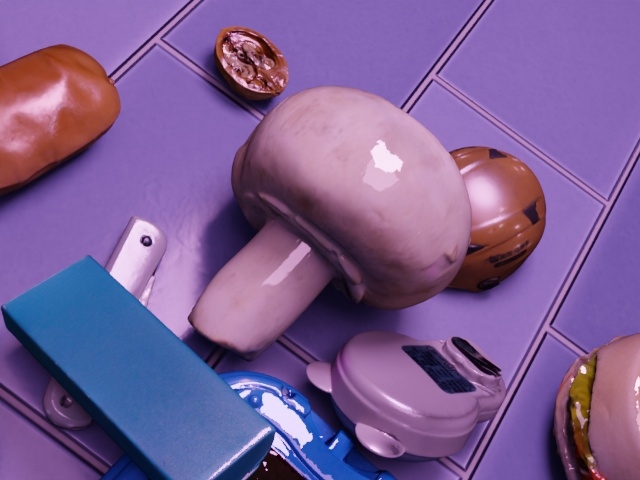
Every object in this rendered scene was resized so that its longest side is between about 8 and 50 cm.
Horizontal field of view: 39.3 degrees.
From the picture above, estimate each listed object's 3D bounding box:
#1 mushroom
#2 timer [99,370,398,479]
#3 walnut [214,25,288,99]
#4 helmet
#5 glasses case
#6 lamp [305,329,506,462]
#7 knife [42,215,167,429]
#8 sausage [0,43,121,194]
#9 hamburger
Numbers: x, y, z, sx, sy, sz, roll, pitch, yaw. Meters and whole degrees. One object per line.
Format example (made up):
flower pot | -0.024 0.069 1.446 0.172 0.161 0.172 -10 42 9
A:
mushroom | 0.000 0.000 1.035 0.314 0.314 0.336 39 85 3
timer | -0.064 0.317 0.935 0.340 0.115 0.309 41 56 5
walnut | -0.099 -0.236 1.229 0.091 0.052 0.121 -36 82 -31
helmet | 0.208 -0.043 1.196 0.224 0.130 0.198 -19 69 -25
glasses case | -0.190 0.144 0.918 0.301 0.070 0.117 38 54 26
lamp | 0.110 0.185 1.056 0.246 0.108 0.179 -4 39 -37
knife | -0.240 0.093 1.028 0.073 0.040 0.266 24 59 -12
sausage | -0.348 -0.146 1.061 0.241 0.120 0.136 -41 97 -31
hamburger | 0.435 0.245 1.109 0.301 0.170 0.302 10 63 -19
